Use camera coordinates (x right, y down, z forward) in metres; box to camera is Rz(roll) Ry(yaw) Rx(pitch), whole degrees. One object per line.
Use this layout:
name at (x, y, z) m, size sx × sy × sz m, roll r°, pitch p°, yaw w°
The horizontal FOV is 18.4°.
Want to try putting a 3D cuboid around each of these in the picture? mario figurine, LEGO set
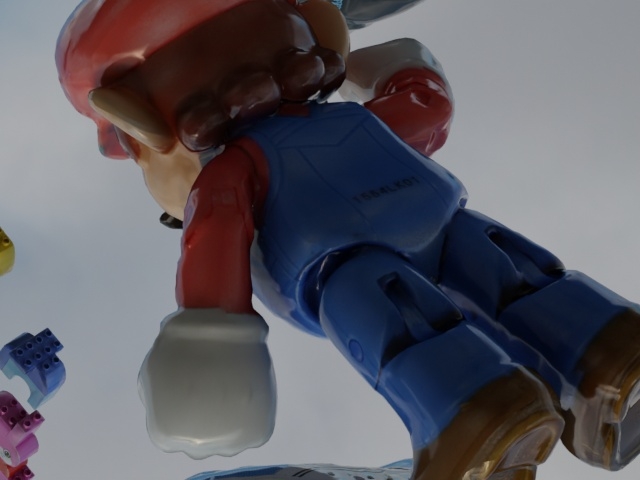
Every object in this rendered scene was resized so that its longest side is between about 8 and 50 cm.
mario figurine at (0.000, 0.000, 0.851) m, size 0.170 × 0.198 × 0.320 m, roll -52°, pitch -121°, yaw 15°
LEGO set at (-0.240, 0.049, 1.368) m, size 0.227 × 0.093 × 0.087 m, roll 49°, pitch -132°, yaw 7°

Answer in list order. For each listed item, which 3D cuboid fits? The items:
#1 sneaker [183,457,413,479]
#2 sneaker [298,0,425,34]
sneaker at (0.017, 0.141, 0.914) m, size 0.086 × 0.237 × 0.085 m, roll -21°, pitch -104°, yaw 47°
sneaker at (-0.034, -0.251, 1.092) m, size 0.139 × 0.341 × 0.125 m, roll -15°, pitch -131°, yaw 33°
